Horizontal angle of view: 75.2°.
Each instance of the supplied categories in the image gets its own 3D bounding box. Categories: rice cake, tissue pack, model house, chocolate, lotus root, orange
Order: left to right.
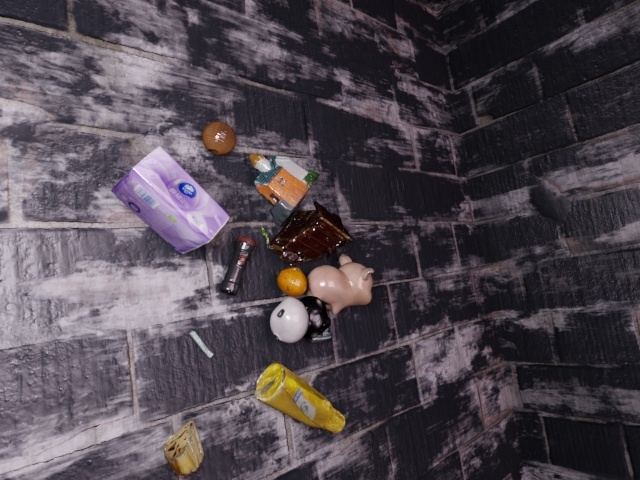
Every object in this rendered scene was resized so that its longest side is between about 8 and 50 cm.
[{"bbox_3d":[-0.506,-0.125,1.425,0.338,0.242,0.160,48,53,-23],"label":"tissue pack"},{"bbox_3d":[-0.456,0.702,1.375,0.159,0.096,0.135,-68,141,-78],"label":"lotus root"},{"bbox_3d":[-0.434,0.377,1.510,0.021,0.022,0.121,-46,109,-39],"label":"rice cake"},{"bbox_3d":[-0.196,-0.256,1.802,0.301,0.190,0.271,40,59,-8],"label":"model house"},{"bbox_3d":[-0.116,0.175,1.757,0.135,0.117,0.135,45,10,-10],"label":"orange"},{"bbox_3d":[-0.055,0.655,1.685,0.445,0.162,0.162,42,55,-28],"label":"chocolate"},{"bbox_3d":[0.000,0.000,1.796,0.317,0.283,0.297,38,61,-35],"label":"model house"}]

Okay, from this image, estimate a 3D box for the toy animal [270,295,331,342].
[{"bbox_3d":[-0.097,0.326,1.712,0.235,0.165,0.186,-3,103,-38],"label":"toy animal"}]

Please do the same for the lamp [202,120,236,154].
[{"bbox_3d":[-0.404,-0.408,1.656,0.137,0.136,0.136,11,72,-39],"label":"lamp"}]

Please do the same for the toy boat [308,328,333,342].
[{"bbox_3d":[0.005,0.417,1.856,0.140,0.059,0.066,7,93,-42],"label":"toy boat"}]

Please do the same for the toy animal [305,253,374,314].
[{"bbox_3d":[0.092,0.201,1.901,0.326,0.237,0.269,30,89,-35],"label":"toy animal"}]

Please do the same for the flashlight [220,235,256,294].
[{"bbox_3d":[-0.325,0.101,1.632,0.093,0.093,0.231,32,61,-31],"label":"flashlight"}]

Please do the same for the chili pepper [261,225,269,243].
[{"bbox_3d":[-0.236,-0.024,1.783,0.027,0.022,0.083,-29,103,-43],"label":"chili pepper"}]
